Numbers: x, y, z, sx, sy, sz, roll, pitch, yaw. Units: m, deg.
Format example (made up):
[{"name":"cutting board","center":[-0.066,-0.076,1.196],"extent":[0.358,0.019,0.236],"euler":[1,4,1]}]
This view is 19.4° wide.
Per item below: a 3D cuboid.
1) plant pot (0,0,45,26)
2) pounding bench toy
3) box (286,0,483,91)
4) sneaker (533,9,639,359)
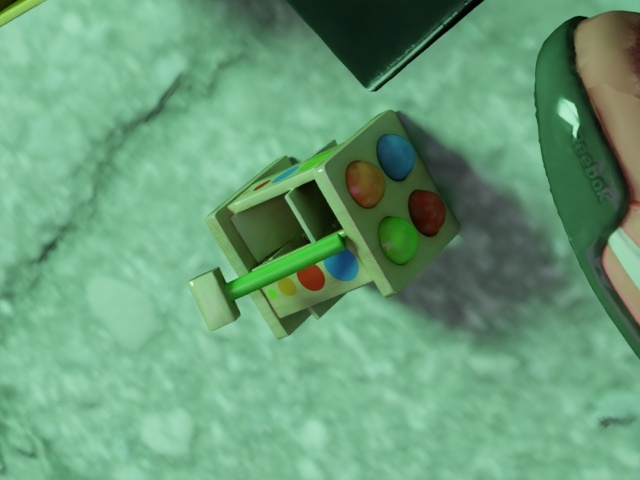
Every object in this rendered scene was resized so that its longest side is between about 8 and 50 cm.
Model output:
[{"name":"plant pot","center":[-0.095,-0.128,0.635],"extent":[0.081,0.083,0.081],"euler":[-21,104,38]},{"name":"pounding bench toy","center":[0.000,0.000,0.649],"extent":[0.065,0.083,0.052],"euler":[-22,103,39]},{"name":"box","center":[-0.006,-0.192,0.479],"extent":[0.261,0.184,0.103],"euler":[48,132,-1]},{"name":"sneaker","center":[0.203,0.023,0.540],"extent":[0.314,0.116,0.136],"euler":[41,120,-4]}]
